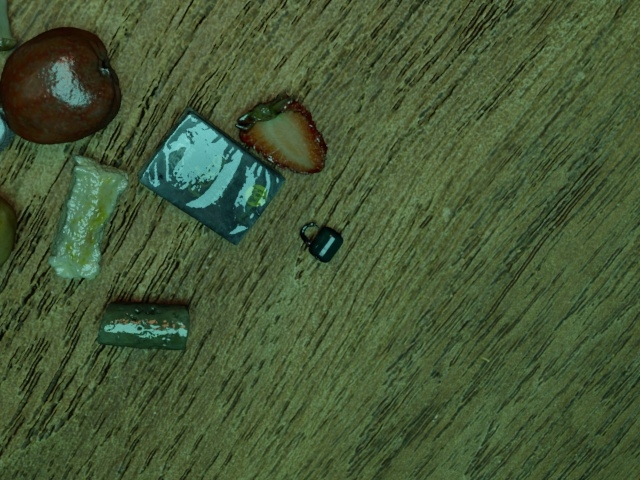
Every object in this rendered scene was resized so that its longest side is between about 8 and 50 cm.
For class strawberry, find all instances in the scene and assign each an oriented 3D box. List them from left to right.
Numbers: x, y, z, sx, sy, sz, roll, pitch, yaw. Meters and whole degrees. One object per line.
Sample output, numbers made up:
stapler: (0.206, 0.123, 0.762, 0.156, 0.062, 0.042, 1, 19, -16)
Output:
strawberry: (-0.081, -0.227, 1.627, 0.167, 0.087, 0.208, -16, 139, 12)

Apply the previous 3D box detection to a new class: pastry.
pastry: (-0.481, -0.044, 1.572, 0.121, 0.089, 0.259, 15, 105, -14)

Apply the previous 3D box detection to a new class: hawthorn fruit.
hawthorn fruit: (-0.514, -0.282, 1.429, 0.262, 0.210, 0.211, -16, 112, 1)

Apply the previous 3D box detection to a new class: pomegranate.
pomegranate: (-0.699, -0.009, 1.489, 0.196, 0.196, 0.196, -4, 109, -13)

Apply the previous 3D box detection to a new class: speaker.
speaker: (-0.001, 0.000, 1.724, 0.094, 0.060, 0.075, 33, 97, -21)

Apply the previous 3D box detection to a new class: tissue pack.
tissue pack: (-0.230, -0.134, 1.610, 0.257, 0.081, 0.185, 35, 97, -23)

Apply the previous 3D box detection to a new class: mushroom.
mushroom: (-0.609, -0.455, 1.416, 0.084, 0.071, 0.209, 1, 104, -20)

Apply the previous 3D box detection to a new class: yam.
yam: (-0.386, 0.186, 1.665, 0.194, 0.107, 0.107, 5, 107, -15)

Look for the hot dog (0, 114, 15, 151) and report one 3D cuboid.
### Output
hot dog: (-0.719, -0.253, 1.450, 0.268, 0.075, 0.144, 27, 95, -17)
